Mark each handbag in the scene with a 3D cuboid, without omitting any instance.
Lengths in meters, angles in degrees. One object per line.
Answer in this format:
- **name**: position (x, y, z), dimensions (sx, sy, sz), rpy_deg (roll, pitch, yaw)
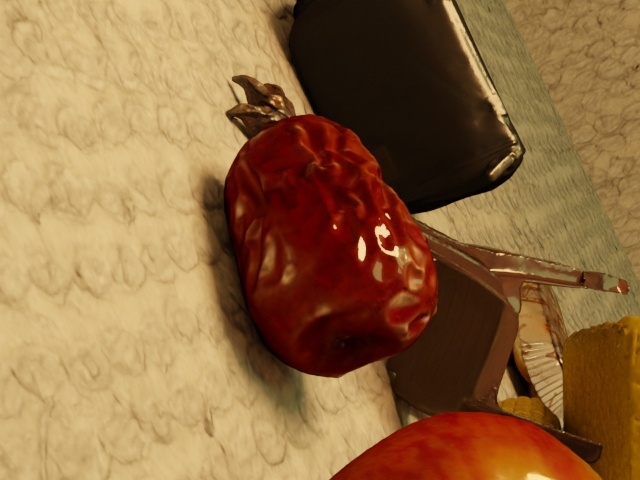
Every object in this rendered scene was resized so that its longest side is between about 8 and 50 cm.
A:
- **handbag**: position (0.079, -0.166, 1.778), dimensions (0.275, 0.178, 0.302), rpy_deg (-106, 171, -86)

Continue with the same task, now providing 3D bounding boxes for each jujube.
- **jujube**: position (0.000, 0.000, 1.322), dimensions (0.155, 0.155, 0.230), rpy_deg (42, 18, -52)

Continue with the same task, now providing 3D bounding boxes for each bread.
- **bread**: position (0.339, 0.243, 1.661), dimensions (0.323, 0.143, 0.333), rpy_deg (134, -43, -83)

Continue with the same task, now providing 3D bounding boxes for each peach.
- **peach**: position (0.086, 0.242, 1.070), dimensions (0.238, 0.281, 0.281), rpy_deg (13, 33, -10)

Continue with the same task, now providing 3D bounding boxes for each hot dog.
- **hot dog**: position (0.285, 0.130, 2.151), dimensions (0.268, 0.075, 0.144), rpy_deg (-93, 157, -61)

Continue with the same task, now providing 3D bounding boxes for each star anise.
- **star anise**: position (-0.039, -0.099, 1.541), dimensions (0.141, 0.042, 0.141), rpy_deg (57, 16, -26)

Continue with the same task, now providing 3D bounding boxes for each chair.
- **chair**: position (0.113, 0.071, 1.525), dimensions (0.326, 0.183, 0.175), rpy_deg (18, -2, -29)

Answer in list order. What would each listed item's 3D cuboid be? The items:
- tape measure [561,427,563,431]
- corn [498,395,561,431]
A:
- **tape measure**: position (0.317, 0.279, 2.056), dimensions (0.094, 0.054, 0.091), rpy_deg (65, 10, -3)
- **corn**: position (0.202, 0.232, 1.694), dimensions (0.093, 0.093, 0.244), rpy_deg (62, 16, -8)
